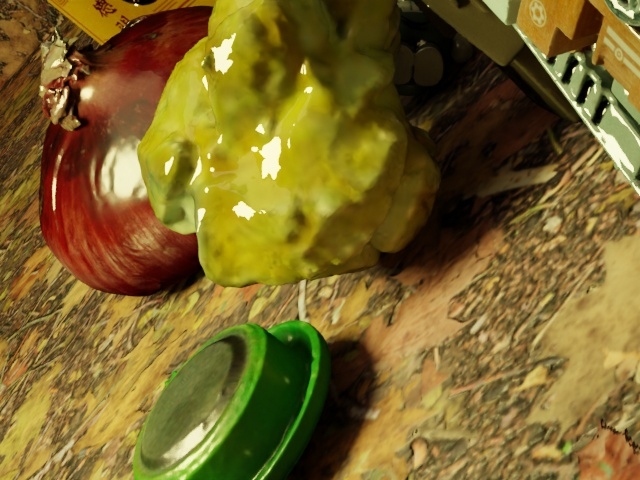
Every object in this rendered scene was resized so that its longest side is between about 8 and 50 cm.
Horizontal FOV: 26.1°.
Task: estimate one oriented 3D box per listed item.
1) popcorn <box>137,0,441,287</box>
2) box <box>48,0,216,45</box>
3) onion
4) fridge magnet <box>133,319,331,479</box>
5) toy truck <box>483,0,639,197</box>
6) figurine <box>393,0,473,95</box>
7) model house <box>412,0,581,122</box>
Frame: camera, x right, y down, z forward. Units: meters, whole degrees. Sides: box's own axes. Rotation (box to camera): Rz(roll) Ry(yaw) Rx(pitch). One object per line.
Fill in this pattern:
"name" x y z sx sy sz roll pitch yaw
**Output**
"popcorn" -0.025 -0.095 1.117 0.276 0.276 0.225 -38 -7 29
"box" -0.206 -0.347 1.696 0.264 0.415 0.115 -29 30 44
"onion" -0.197 -0.120 1.506 0.348 0.285 0.347 -33 38 30
"fridge magnet" -0.072 0.147 1.081 0.208 0.088 0.208 -41 23 22
"toy truck" 0.176 -0.151 0.806 0.338 0.133 0.184 55 152 33
"figurine" 0.088 -0.218 1.331 0.147 0.126 0.192 -3 35 5
"model house" 0.164 -0.240 1.032 0.211 0.243 0.204 -49 21 2
